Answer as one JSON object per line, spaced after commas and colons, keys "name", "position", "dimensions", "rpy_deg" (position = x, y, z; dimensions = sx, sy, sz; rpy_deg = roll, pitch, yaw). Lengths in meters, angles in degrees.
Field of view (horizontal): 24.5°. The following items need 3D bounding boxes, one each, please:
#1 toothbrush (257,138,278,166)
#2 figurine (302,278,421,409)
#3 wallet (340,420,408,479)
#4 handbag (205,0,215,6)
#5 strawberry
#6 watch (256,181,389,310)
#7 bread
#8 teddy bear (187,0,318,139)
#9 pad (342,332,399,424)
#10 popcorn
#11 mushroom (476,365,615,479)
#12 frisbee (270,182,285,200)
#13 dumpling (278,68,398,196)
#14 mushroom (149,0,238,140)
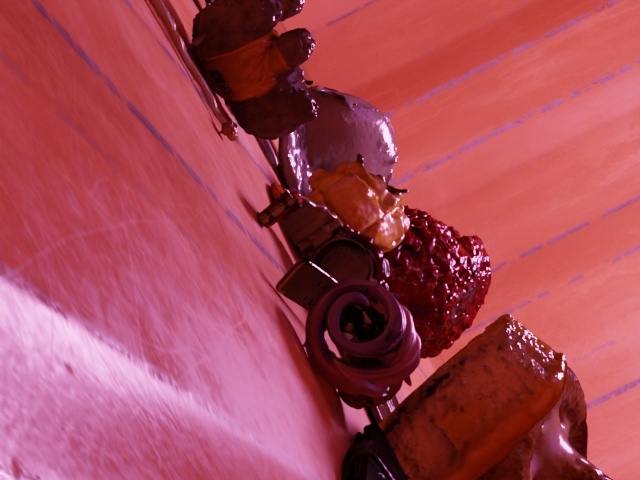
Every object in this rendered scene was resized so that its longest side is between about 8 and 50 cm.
{"name": "toothbrush", "position": [-0.104, -0.186, 2.022], "dimensions": [0.193, 0.013, 0.019], "rpy_deg": [62, 12, -11]}
{"name": "figurine", "position": [0.054, 0.123, 1.536], "dimensions": [0.126, 0.114, 0.157], "rpy_deg": [-67, 147, -36]}
{"name": "wallet", "position": [0.075, 0.268, 1.382], "dimensions": [0.169, 0.044, 0.317], "rpy_deg": [62, 4, 0]}
{"name": "handbag", "position": [-0.180, -0.529, 2.196], "dimensions": [0.316, 0.180, 0.416], "rpy_deg": [76, -6, -45]}
{"name": "strawberry", "position": [0.168, 0.056, 2.400], "dimensions": [0.274, 0.220, 0.274], "rpy_deg": [-23, 90, -87]}
{"name": "watch", "position": [-0.007, 0.018, 1.651], "dimensions": [0.165, 0.102, 0.268], "rpy_deg": [58, 11, 27]}
{"name": "bread", "position": [0.158, 0.190, 1.605], "dimensions": [0.121, 0.245, 0.174], "rpy_deg": [46, 10, 8]}
{"name": "teddy bear", "position": [-0.080, -0.213, 1.804], "dimensions": [0.140, 0.177, 0.190], "rpy_deg": [-42, 112, -37]}
{"name": "pad", "position": [0.077, 0.196, 1.898], "dimensions": [0.286, 0.018, 0.284], "rpy_deg": [65, 5, 21]}
{"name": "popcorn", "position": [0.047, -0.038, 2.043], "dimensions": [0.148, 0.152, 0.167], "rpy_deg": [32, 9, 23]}
{"name": "mushroom", "position": [0.318, 0.319, 2.098], "dimensions": [0.331, 0.356, 0.334], "rpy_deg": [25, 73, -38]}
{"name": "frisbee", "position": [0.000, 0.000, 1.902], "dimensions": [0.192, 0.035, 0.192], "rpy_deg": [56, 4, -6]}
{"name": "dumpling", "position": [0.006, -0.121, 2.177], "dimensions": [0.163, 0.204, 0.293], "rpy_deg": [29, 0, 37]}
{"name": "mushroom", "position": [-0.165, -0.232, 1.644], "dimensions": [0.026, 0.028, 0.286], "rpy_deg": [-45, 114, -39]}
